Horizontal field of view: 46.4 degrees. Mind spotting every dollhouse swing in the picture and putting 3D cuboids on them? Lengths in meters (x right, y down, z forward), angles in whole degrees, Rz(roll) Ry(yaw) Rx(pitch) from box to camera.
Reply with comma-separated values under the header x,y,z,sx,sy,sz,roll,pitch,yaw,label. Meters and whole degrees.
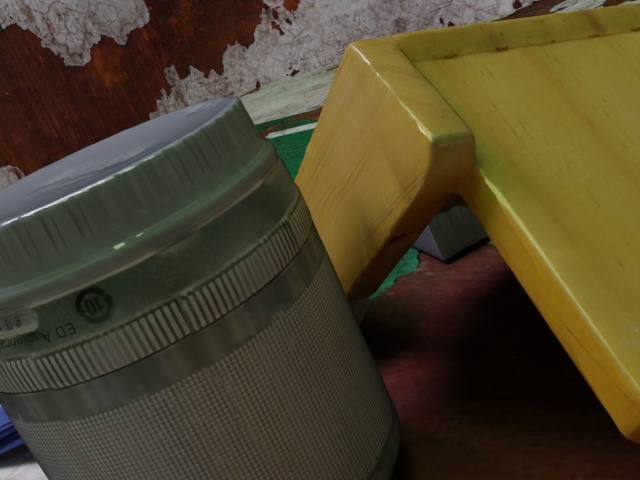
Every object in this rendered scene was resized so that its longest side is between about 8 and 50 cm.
x,y,z,sx,sy,sz,roll,pitch,yaw,label
0.205,0.010,0.527,0.346,0.305,0.315,-13,-23,-20,dollhouse swing

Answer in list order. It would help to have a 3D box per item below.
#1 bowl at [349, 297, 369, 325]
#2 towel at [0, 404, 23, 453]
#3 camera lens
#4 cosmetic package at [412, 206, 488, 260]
x,y,z,sx,sy,sz,roll,pitch,yaw,label
-0.005,0.048,0.686,0.080,0.170,0.170,17,37,24,bowl
-0.284,0.097,0.866,0.243,0.040,0.336,-28,30,27,towel
-0.086,0.073,0.484,0.219,0.274,0.219,-21,19,8,camera lens
0.193,-0.081,0.844,0.237,0.107,0.127,-31,17,-12,cosmetic package
